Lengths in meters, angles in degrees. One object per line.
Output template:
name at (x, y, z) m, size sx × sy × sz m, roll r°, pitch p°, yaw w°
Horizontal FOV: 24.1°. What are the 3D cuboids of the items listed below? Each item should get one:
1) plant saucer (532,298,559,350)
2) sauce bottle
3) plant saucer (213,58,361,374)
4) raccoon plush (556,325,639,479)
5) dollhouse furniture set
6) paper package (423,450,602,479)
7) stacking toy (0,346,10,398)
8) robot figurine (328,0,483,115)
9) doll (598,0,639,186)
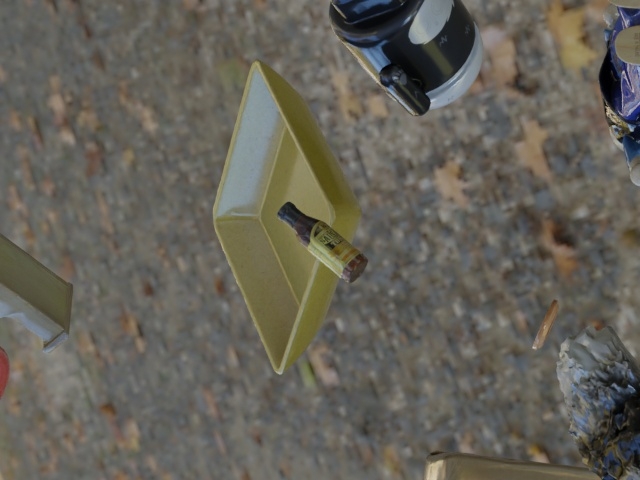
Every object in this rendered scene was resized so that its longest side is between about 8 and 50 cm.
plant saucer at (0.344, 0.129, 2.280) m, size 0.013 × 0.083 × 0.083 m, roll 23°, pitch 144°, yaw 11°
sauce bottle at (0.000, 0.000, 1.840) m, size 0.128 × 0.042 × 0.042 m, roll 38°, pitch 150°, yaw 17°
plant saucer at (-0.043, -0.035, 2.155) m, size 0.333 × 0.081 × 0.333 m, roll 109°, pitch 147°, yaw -42°
raccoon plush at (0.213, 0.324, 1.102) m, size 0.216 × 0.299 × 0.446 m, roll 43°, pitch -165°, yaw -44°
dollhouse furniture set at (-0.463, 0.115, 1.950) m, size 0.161 × 0.242 × 0.212 m, roll 40°, pitch -156°, yaw -28°
paper package at (0.256, 0.410, 1.689) m, size 0.168 × 0.309 × 0.325 m, roll 86°, pitch -170°, yaw -82°
stacking toy at (-0.404, 0.180, 1.191) m, size 0.130 × 0.279 × 0.309 m, roll 37°, pitch 122°, yaw 22°
robot figurine at (0.118, -0.305, 2.145) m, size 0.173 × 0.209 × 0.278 m, roll 29°, pitch 170°, yaw 43°
doll at (0.198, -0.096, 0.943) m, size 0.189 × 0.046 × 0.129 m, roll 61°, pitch -158°, yaw -72°
